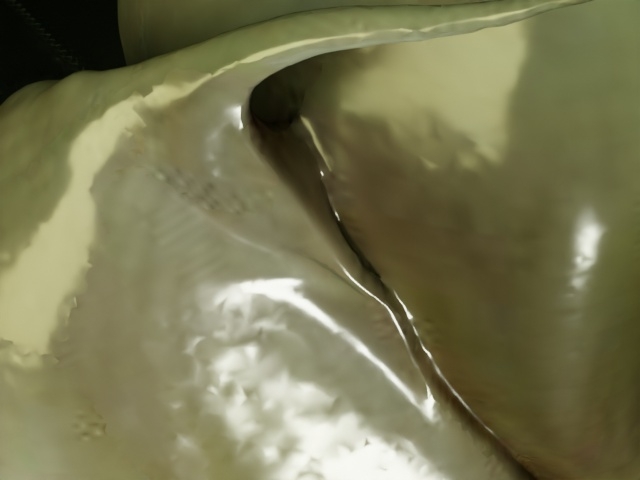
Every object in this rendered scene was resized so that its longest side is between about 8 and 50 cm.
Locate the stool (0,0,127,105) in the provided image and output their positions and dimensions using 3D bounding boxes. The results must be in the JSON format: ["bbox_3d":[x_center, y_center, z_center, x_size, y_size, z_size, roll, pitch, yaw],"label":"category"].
[{"bbox_3d":[-0.115,-0.033,0.699,0.232,0.141,0.232,41,152,28],"label":"stool"}]

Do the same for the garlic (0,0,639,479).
[{"bbox_3d":[0.000,0.000,0.447,0.246,0.231,0.340,48,159,21],"label":"garlic"}]
